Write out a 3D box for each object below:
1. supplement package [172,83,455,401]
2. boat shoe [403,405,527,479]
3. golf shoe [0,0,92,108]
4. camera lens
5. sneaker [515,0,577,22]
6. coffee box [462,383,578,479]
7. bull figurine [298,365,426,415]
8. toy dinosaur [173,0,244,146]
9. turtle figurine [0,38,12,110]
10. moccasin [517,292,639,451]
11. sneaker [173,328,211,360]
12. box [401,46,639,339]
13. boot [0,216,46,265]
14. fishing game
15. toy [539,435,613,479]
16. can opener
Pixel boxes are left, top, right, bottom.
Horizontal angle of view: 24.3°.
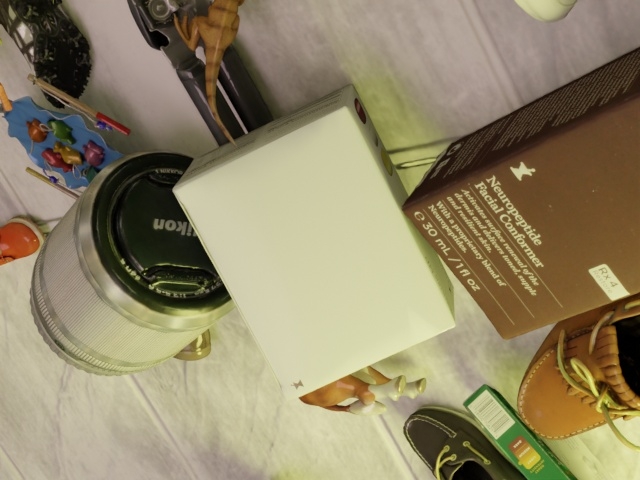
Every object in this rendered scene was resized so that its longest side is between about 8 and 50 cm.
[{"bbox_3d":[0.000,0.000,1.591,0.204,0.145,0.262,-25,102,11],"label":"supplement package"},{"bbox_3d":[0.182,0.277,1.803,0.227,0.068,0.081,34,118,32],"label":"boat shoe"},{"bbox_3d":[-0.334,-0.252,1.764,0.094,0.077,0.198,30,144,43],"label":"golf shoe"},{"bbox_3d":[-0.217,0.033,1.787,0.219,0.219,0.274,44,146,-5],"label":"camera lens"},{"bbox_3d":[0.218,-0.319,1.275,0.152,0.114,0.305,15,133,26],"label":"sneaker"},{"bbox_3d":[0.243,0.248,1.715,0.184,0.040,0.113,48,-176,17],"label":"coffee box"},{"bbox_3d":[0.023,0.082,1.766,0.188,0.101,0.310,13,131,24],"label":"bull figurine"},{"bbox_3d":[-0.110,-0.215,1.569,0.112,0.064,0.212,28,106,63],"label":"toy dinosaur"},{"bbox_3d":[-0.430,-0.245,1.749,0.269,0.087,0.217,170,92,-71],"label":"turtle figurine"},{"bbox_3d":[0.336,0.125,1.549,0.139,0.147,0.380,48,137,-10],"label":"moccasin"},{"bbox_3d":[-0.230,0.110,2.008,0.188,0.066,0.071,7,113,24],"label":"sneaker"},{"bbox_3d":[0.285,-0.056,1.440,0.381,0.143,0.191,-27,107,44],"label":"box"},{"bbox_3d":[-0.446,0.016,2.051,0.158,0.085,0.059,-14,115,40],"label":"boot"},{"bbox_3d":[-0.317,-0.108,1.829,0.189,0.041,0.264,31,155,-2],"label":"fishing game"},{"bbox_3d":[0.272,0.323,1.820,0.137,0.056,0.237,52,126,15],"label":"toy"},{"bbox_3d":[-0.131,-0.195,1.677,0.283,0.076,0.095,61,166,-23],"label":"can opener"}]
